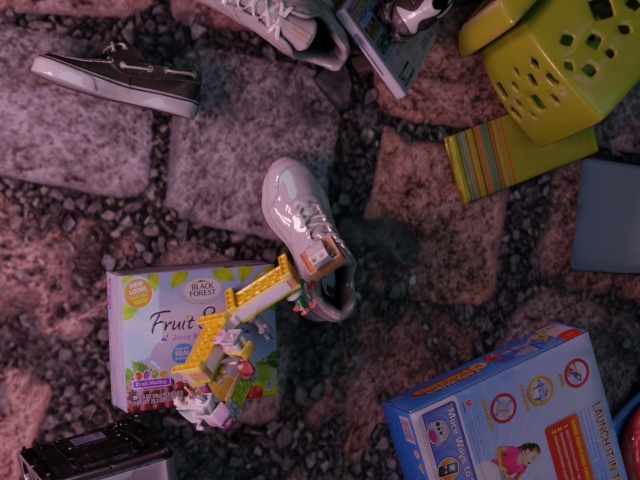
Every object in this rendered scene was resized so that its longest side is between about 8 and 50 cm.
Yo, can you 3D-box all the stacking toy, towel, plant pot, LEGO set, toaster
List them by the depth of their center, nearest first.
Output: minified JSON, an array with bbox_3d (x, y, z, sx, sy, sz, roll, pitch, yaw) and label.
[{"bbox_3d":[-0.260,0.294,1.789,0.186,0.168,0.110,-14,104,-22],"label":"toaster"},{"bbox_3d":[-0.069,0.121,1.812,0.287,0.132,0.107,-50,121,-21],"label":"LEGO set"},{"bbox_3d":[0.328,-0.285,1.974,0.207,0.227,0.228,42,76,-7],"label":"plant pot"},{"bbox_3d":[0.494,-0.023,2.073,0.166,0.234,0.165,5,93,-26],"label":"plant pot"},{"bbox_3d":[0.285,-0.135,2.084,0.237,0.021,0.102,-21,107,-22],"label":"towel"},{"bbox_3d":[0.555,0.316,2.096,0.166,0.302,0.175,-40,109,-17],"label":"stacking toy"}]

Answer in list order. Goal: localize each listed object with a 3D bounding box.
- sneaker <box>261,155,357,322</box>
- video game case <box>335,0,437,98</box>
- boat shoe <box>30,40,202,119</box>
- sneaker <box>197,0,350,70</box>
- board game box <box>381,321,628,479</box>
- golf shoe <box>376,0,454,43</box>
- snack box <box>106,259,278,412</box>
[{"bbox_3d":[0.000,0.000,1.908,0.090,0.115,0.232,-26,105,-21],"label":"sneaker"},{"bbox_3d":[0.088,-0.282,1.930,0.143,0.019,0.157,52,39,-21],"label":"video game case"},{"bbox_3d":[-0.246,-0.205,1.799,0.219,0.078,0.070,12,91,-34],"label":"boat shoe"},{"bbox_3d":[-0.060,-0.289,1.812,0.262,0.121,0.099,19,114,-38],"label":"sneaker"},{"bbox_3d":[0.272,0.313,2.082,0.302,0.086,0.308,-22,104,-22],"label":"board game box"},{"bbox_3d":[0.152,-0.330,1.930,0.077,0.094,0.198,50,43,-22],"label":"golf shoe"},{"bbox_3d":[-0.161,0.118,1.869,0.207,0.070,0.174,-3,96,-27],"label":"snack box"}]
